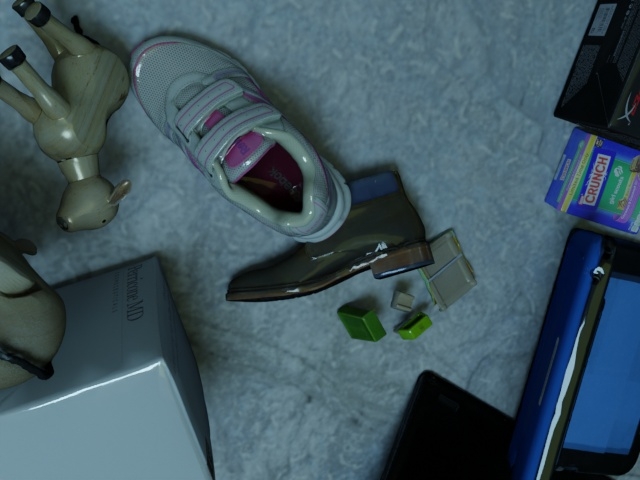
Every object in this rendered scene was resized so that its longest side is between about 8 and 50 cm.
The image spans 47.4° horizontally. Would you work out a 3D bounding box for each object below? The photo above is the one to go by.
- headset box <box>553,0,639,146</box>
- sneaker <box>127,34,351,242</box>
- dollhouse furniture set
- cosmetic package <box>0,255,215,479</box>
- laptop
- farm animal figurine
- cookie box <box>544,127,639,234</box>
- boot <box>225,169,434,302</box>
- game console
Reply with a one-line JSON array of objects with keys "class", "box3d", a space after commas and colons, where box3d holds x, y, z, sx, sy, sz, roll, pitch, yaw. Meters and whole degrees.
[{"class": "headset box", "box3d": [0.432, -0.186, 0.770, 0.293, 0.110, 0.218, 16, 102, -17]}, {"class": "sneaker", "box3d": [-0.074, -0.097, 0.662, 0.252, 0.111, 0.103, 39, 95, -1]}, {"class": "dollhouse furniture set", "box3d": [0.097, 0.058, 0.814, 0.151, 0.058, 0.076, -36, 105, -21]}, {"class": "cosmetic package", "box3d": [-0.300, 0.173, 0.649, 0.385, 0.217, 0.156, -20, 116, -8]}, {"class": "laptop", "box3d": [0.144, 0.434, 0.945, 0.382, 0.236, 0.408, 32, 69, -21]}, {"class": "farm animal figurine", "box3d": [-0.271, -0.003, 0.586, 0.330, 0.327, 0.172, -36, 136, 5]}, {"class": "cookie box", "box3d": [0.321, -0.066, 0.818, 0.107, 0.040, 0.092, 15, 104, -16]}, {"class": "boot", "box3d": [0.000, 0.000, 0.761, 0.219, 0.082, 0.106, -13, 83, 2]}, {"class": "game console", "box3d": [0.328, 0.147, 0.807, 0.173, 0.250, 0.293, 14, 96, 10]}]
